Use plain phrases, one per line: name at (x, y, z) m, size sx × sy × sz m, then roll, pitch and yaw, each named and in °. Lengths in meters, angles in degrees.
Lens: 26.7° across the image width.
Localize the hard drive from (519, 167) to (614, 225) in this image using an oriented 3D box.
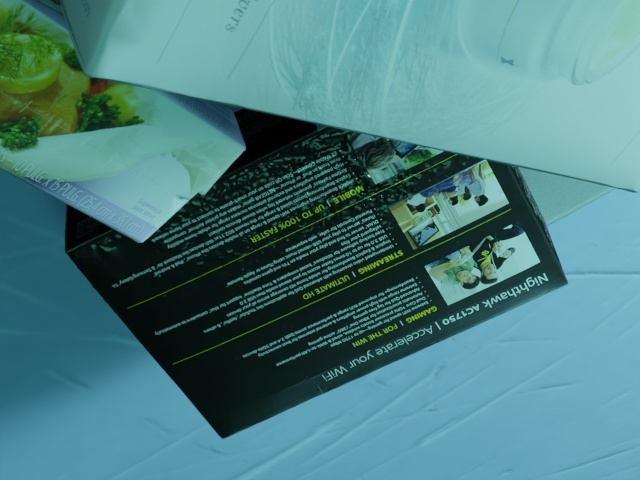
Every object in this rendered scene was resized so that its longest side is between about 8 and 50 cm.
hard drive at (0.066, -0.024, 0.640) m, size 0.135 × 0.022 × 0.094 m, roll -30°, pitch 138°, yaw 6°

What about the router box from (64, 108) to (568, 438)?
router box at (0.000, 0.000, 0.585) m, size 0.179 × 0.046 × 0.133 m, roll -25°, pitch 127°, yaw 11°

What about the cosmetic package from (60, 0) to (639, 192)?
cosmetic package at (0.056, -0.152, 0.418) m, size 0.225 × 0.138 × 0.224 m, roll 8°, pitch 130°, yaw -33°

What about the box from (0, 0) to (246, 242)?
box at (-0.155, -0.097, 0.430) m, size 0.063 × 0.067 × 0.324 m, roll -41°, pitch 135°, yaw 18°
